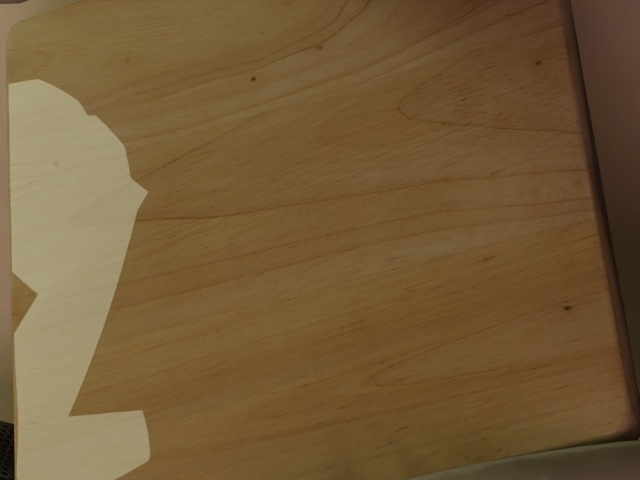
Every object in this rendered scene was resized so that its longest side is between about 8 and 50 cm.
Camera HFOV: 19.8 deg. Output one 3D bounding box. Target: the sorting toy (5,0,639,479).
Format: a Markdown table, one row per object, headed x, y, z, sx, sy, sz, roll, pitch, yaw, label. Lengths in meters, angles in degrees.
| x | y | z | sx | sy | sz | roll | pitch | yaw | label |
| --- | --- | --- | --- | --- | --- | --- | --- | --- | --- |
| 0.000 | 0.000 | 0.788 | 0.257 | 0.255 | 0.089 | -15 | 154 | 19 | sorting toy |

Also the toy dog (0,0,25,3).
| x | y | z | sx | sy | sz | roll | pitch | yaw | label |
| --- | --- | --- | --- | --- | --- | --- | --- | --- | --- |
| -0.025 | -0.289 | 0.595 | 0.395 | 0.284 | 0.408 | 19 | 123 | -27 | toy dog |

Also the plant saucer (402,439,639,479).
| x | y | z | sx | sy | sz | roll | pitch | yaw | label |
| --- | --- | --- | --- | --- | --- | --- | --- | --- | --- |
| 0.092 | 0.209 | 0.804 | 0.400 | 0.100 | 0.400 | -7 | 151 | -4 | plant saucer |

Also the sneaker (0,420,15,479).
| x | y | z | sx | sy | sz | roll | pitch | yaw | label |
| --- | --- | --- | --- | --- | --- | --- | --- | --- | --- |
| -0.072 | 0.137 | 0.957 | 0.299 | 0.121 | 0.112 | 17 | 108 | -8 | sneaker |
